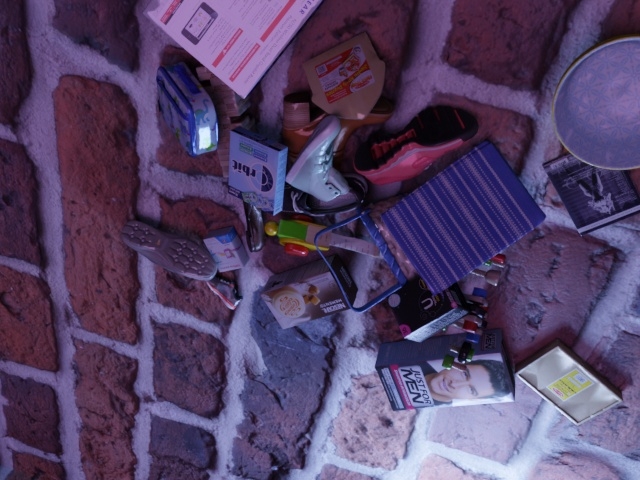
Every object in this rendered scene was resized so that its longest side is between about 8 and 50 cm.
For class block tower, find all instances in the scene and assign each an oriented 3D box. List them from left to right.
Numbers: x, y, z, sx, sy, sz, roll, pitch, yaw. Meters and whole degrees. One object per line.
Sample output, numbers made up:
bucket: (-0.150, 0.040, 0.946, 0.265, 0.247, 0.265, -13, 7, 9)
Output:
block tower: (-0.231, -0.319, 1.733, 0.097, 0.091, 0.335, -1, 120, 19)

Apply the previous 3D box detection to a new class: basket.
basket: (0.159, 0.030, 1.748, 0.289, 0.201, 0.255, -29, 112, -2)

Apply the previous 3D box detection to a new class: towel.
towel: (0.343, -0.058, 1.612, 0.336, 0.040, 0.243, -34, 83, 0)

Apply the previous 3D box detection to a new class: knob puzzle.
knob puzzle: (0.068, -0.369, 1.576, 0.213, 0.030, 0.213, -2, 82, 17)

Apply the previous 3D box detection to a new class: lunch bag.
lunch bag: (-0.339, -0.335, 1.681, 0.219, 0.090, 0.176, 53, 151, 32)

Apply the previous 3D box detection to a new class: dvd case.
dvd case: (0.666, -0.130, 1.619, 0.164, 0.018, 0.221, -25, 110, 28)

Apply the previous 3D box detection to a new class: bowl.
bowl: (0.645, -0.313, 1.424, 0.289, 0.156, 0.289, 8, 124, 12)

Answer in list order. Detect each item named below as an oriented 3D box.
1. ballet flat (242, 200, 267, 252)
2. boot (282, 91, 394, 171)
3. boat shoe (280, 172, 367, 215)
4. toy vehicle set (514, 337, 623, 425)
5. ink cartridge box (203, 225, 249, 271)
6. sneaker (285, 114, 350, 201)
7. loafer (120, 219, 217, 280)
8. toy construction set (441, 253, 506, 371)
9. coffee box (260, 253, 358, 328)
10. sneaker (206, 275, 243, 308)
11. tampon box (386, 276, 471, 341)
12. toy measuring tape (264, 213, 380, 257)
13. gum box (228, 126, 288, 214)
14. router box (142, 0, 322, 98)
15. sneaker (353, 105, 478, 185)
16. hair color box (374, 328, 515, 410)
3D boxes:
ballet flat: (-0.182, -0.076, 1.893, 0.058, 0.084, 0.250, -12, 122, -19)
boot: (0.044, -0.258, 1.682, 0.283, 0.109, 0.220, -1, 129, 5)
boat shoe: (-0.026, -0.120, 1.794, 0.302, 0.091, 0.114, -9, 118, 22)
toy vehicle set: (0.720, 0.415, 1.937, 0.267, 0.035, 0.166, 39, 124, -9)
ink cartridge box: (-0.280, 0.027, 1.991, 0.088, 0.052, 0.122, -12, 119, 24)
sneaker: (0.027, -0.193, 1.624, 0.151, 0.094, 0.256, 30, 143, -7)
loafer: (-0.449, 0.034, 2.012, 0.319, 0.112, 0.111, 27, 166, 11)
toy construction set: (0.341, 0.144, 1.795, 0.237, 0.257, 0.309, 20, 105, 19)
coffee box: (-0.032, 0.153, 1.965, 0.246, 0.098, 0.141, -19, 114, 27)
sneaker: (-0.302, 0.140, 2.079, 0.065, 0.061, 0.158, -39, 107, 5)
tampon box: (0.271, 0.162, 1.671, 0.161, 0.120, 0.101, -34, 149, 21)
toy measuring tape: (0.000, 0.000, 1.872, 0.330, 0.121, 0.121, 13, 126, -13)
gum box: (-0.162, -0.176, 1.692, 0.157, 0.041, 0.184, 25, 127, 25)
router box: (-0.184, -0.550, 1.519, 0.301, 0.082, 0.335, 40, 107, -10)
sneaker: (0.242, -0.227, 1.655, 0.314, 0.116, 0.136, -20, 148, 17)
hair color box: (0.371, 0.390, 1.983, 0.374, 0.113, 0.185, -12, 117, 23)
